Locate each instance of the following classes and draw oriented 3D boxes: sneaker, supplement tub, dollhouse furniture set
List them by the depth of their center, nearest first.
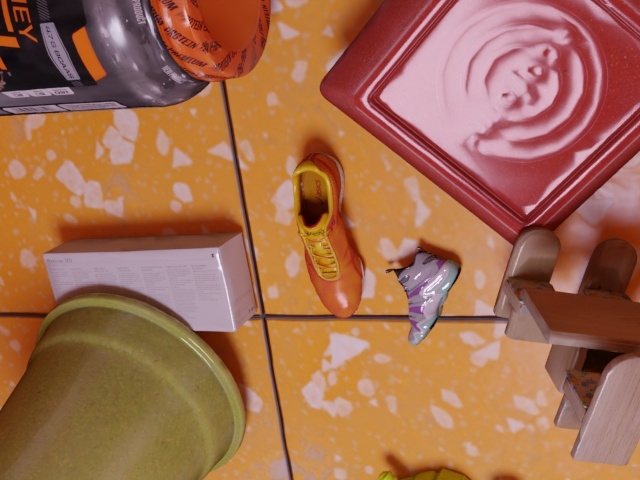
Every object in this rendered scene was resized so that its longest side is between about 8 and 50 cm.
[{"bbox_3d":[0.290,0.055,0.693,0.242,0.212,0.161,8,115,-9],"label":"dollhouse furniture set"},{"bbox_3d":[-0.232,-0.227,0.832,0.337,0.207,0.207,0,107,24],"label":"supplement tub"},{"bbox_3d":[0.093,0.052,0.878,0.069,0.038,0.098,28,107,15],"label":"sneaker"},{"bbox_3d":[0.000,0.000,0.883,0.064,0.067,0.175,-8,105,24],"label":"sneaker"}]

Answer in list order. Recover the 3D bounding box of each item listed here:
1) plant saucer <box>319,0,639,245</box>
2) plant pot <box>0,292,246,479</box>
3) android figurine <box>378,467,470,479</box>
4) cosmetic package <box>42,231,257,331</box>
[{"bbox_3d":[0.168,-0.135,0.735,0.259,0.048,0.258,36,119,-10],"label":"plant saucer"},{"bbox_3d":[-0.256,0.242,0.935,0.276,0.254,0.276,12,127,16],"label":"plant pot"},{"bbox_3d":[0.152,0.360,0.943,0.273,0.056,0.248,42,119,4],"label":"android figurine"},{"bbox_3d":[-0.195,0.047,0.988,0.239,0.060,0.099,-2,110,25],"label":"cosmetic package"}]
